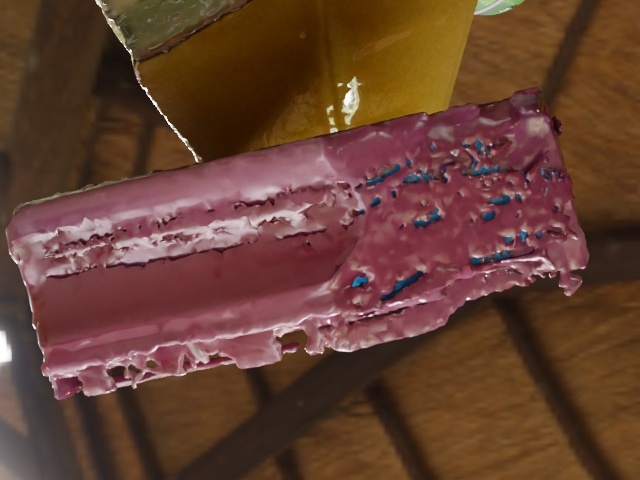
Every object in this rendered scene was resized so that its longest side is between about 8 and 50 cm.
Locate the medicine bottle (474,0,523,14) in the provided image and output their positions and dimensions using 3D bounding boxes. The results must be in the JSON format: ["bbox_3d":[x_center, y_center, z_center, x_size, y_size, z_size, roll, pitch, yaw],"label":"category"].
[{"bbox_3d":[0.090,-0.250,1.177,0.133,0.274,0.133,-1,-91,27],"label":"medicine bottle"}]

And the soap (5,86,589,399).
[{"bbox_3d":[0.000,0.000,0.717,0.162,0.250,0.099,-17,95,-74],"label":"soap"}]

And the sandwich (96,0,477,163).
[{"bbox_3d":[0.008,-0.132,0.856,0.155,0.227,0.198,59,1,43],"label":"sandwich"}]
